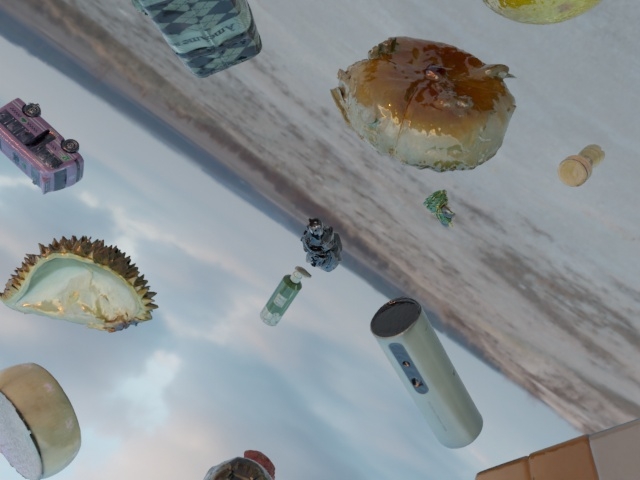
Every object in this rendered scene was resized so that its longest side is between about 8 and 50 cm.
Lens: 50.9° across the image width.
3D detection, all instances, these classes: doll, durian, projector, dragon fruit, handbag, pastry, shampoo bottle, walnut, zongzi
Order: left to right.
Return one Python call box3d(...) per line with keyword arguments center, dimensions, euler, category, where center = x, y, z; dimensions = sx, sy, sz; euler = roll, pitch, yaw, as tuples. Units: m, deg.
box3d(center=(-0.366, 0.061, 1.034), dimensions=(0.252, 0.139, 0.144), euler=(14, -171, -6), category="durian")
box3d(center=(-0.232, -0.487, 1.042), dimensions=(0.416, 0.180, 0.317), euler=(53, -161, -79), category="handbag")
box3d(center=(-0.182, 0.522, 1.153), dimensions=(0.134, 0.288, 0.286), euler=(24, 154, 1), category="zongzi")
box3d(center=(-0.191, 0.757, 2.171), dimensions=(0.106, 0.083, 0.162), euler=(-42, -65, -82), category="dragon fruit")
box3d(center=(-0.098, 0.152, 1.870), dimensions=(0.065, 0.205, 0.065), euler=(24, -148, -16), category="shampoo bottle")
box3d(center=(0.072, -0.327, 1.642), dimensions=(0.121, 0.052, 0.091), euler=(57, -162, -17), category="walnut")
box3d(center=(0.213, 0.264, 1.318), dimensions=(0.338, 0.108, 0.108), euler=(58, 168, -28), category="projector")
box3d(center=(0.162, -0.207, 0.989), dimensions=(0.236, 0.257, 0.121), euler=(46, 145, 28), category="pastry")
box3d(center=(0.339, -0.086, 1.933), dimensions=(0.076, 0.113, 0.078), euler=(-4, 153, -10), category="doll")

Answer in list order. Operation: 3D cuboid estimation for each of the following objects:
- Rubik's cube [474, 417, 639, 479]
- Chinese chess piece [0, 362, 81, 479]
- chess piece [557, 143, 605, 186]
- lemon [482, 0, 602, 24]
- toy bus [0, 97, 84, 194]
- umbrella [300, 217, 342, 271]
box3d(center=(0.492, 0.521, 1.042), dimensions=(0.346, 0.344, 0.347), euler=(30, -137, -29), category="Rubik's cube")
box3d(center=(-0.668, 0.416, 1.546), dimensions=(0.270, 0.270, 0.112), euler=(35, -142, 23), category="Chinese chess piece")
box3d(center=(0.560, -0.163, 1.431), dimensions=(0.066, 0.122, 0.066), euler=(26, 131, 34), category="chess piece")
box3d(center=(0.330, -0.428, 0.963), dimensions=(0.228, 0.228, 0.253), euler=(35, -177, -26), category="lemon")
box3d(center=(-0.587, -0.192, 1.388), dimensions=(0.199, 0.108, 0.096), euler=(42, 144, 5), category="toy bus")
box3d(center=(0.000, 0.000, 1.704), dimensions=(0.118, 0.118, 0.340), euler=(35, 170, 11), category="umbrella")
